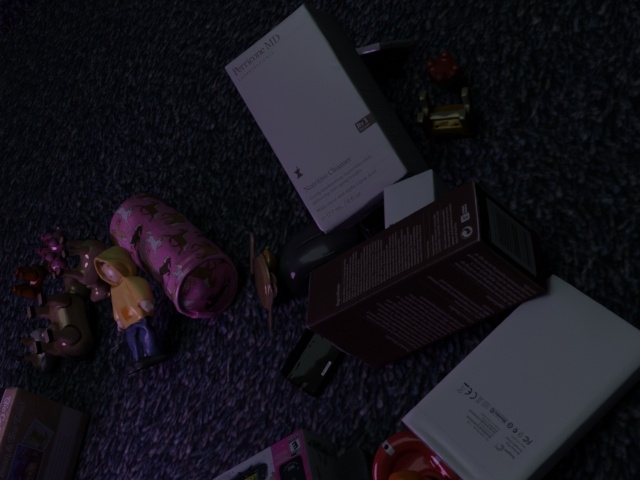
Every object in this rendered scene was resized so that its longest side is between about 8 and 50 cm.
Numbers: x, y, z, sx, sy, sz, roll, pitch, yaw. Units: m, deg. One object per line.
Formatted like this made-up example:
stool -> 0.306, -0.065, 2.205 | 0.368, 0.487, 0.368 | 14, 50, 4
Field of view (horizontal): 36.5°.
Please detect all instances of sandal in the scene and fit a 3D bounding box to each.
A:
sandal -> 0.083, 0.466, 1.662 | 0.097, 0.054, 0.254 | -38, 35, 26

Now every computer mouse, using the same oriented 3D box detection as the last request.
computer mouse -> 0.000, 0.000, 2.001 | 0.272, 0.072, 0.188 | -43, 46, 13

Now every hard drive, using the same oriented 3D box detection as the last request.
hard drive -> 0.328, 0.234, 1.535 | 0.353, 0.047, 0.233 | -43, 43, -7

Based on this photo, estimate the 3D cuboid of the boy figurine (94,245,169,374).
boy figurine -> -0.419, 0.146, 2.160 | 0.177, 0.092, 0.285 | -23, 85, 53

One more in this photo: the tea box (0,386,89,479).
tea box -> -0.749, 0.523, 2.223 | 0.324, 0.220, 0.329 | -7, 61, 39

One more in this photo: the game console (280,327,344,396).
game console -> -0.013, 0.234, 1.915 | 0.107, 0.071, 0.122 | 31, 87, 16

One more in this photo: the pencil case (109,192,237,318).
pencil case -> -0.338, 0.033, 2.212 | 0.160, 0.167, 0.386 | -35, 39, -18

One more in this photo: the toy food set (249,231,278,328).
toy food set -> -0.108, 0.083, 2.031 | 0.039, 0.132, 0.192 | -9, 44, -14

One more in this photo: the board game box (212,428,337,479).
board game box -> -0.061, 0.523, 1.722 | 0.224, 0.097, 0.303 | -34, 48, 21

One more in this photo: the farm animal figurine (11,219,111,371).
farm animal figurine -> -0.608, 0.143, 2.371 | 0.330, 0.172, 0.326 | -19, 72, 48

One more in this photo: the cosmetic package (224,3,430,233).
cosmetic package -> 0.014, -0.233, 1.873 | 0.217, 0.156, 0.385 | -36, 81, 22

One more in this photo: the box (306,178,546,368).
box -> 0.176, 0.070, 1.682 | 0.381, 0.191, 0.143 | -31, 40, 32

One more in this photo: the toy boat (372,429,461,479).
toy boat -> 0.161, 0.402, 1.560 | 0.151, 0.151, 0.231 | -47, 44, 8

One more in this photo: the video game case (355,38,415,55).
video game case -> 0.105, -0.414, 2.125 | 0.157, 0.143, 0.019 | -6, 99, 39

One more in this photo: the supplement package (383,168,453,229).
supplement package -> 0.203, -0.027, 1.759 | 0.105, 0.179, 0.105 | -20, 51, 29

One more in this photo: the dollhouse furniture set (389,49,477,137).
dollhouse furniture set -> 0.146, -0.284, 2.024 | 0.374, 0.152, 0.201 | -1, 63, 21
